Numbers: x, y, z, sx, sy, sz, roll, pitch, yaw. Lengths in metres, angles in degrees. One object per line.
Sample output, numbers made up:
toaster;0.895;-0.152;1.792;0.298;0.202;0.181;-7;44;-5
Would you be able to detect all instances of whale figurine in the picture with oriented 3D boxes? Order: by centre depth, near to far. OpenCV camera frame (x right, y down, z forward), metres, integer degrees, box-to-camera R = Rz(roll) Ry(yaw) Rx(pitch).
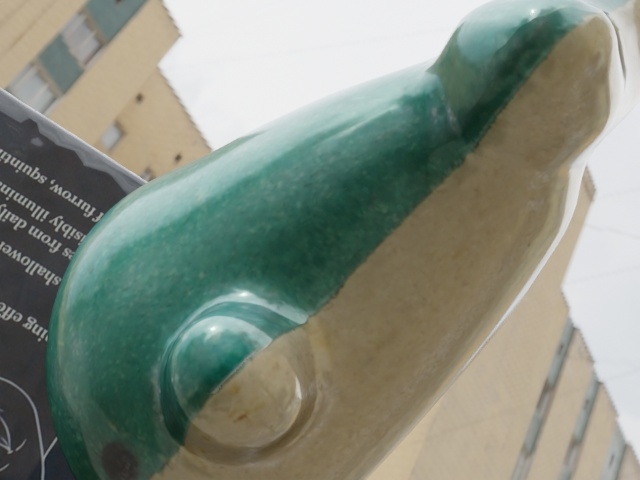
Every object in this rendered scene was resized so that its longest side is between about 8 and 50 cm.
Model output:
whale figurine;0.000;0.000;0.416;0.141;0.216;0.272;43;-58;9

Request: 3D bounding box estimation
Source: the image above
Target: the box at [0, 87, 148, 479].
box;-0.217;0.150;0.692;0.293;0.395;0.212;33;-30;-1
